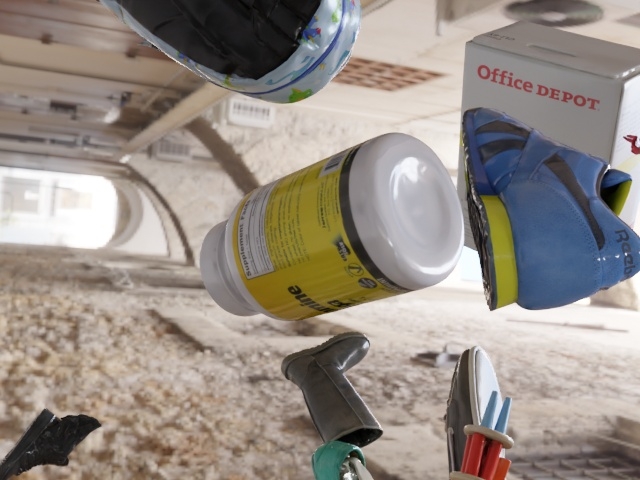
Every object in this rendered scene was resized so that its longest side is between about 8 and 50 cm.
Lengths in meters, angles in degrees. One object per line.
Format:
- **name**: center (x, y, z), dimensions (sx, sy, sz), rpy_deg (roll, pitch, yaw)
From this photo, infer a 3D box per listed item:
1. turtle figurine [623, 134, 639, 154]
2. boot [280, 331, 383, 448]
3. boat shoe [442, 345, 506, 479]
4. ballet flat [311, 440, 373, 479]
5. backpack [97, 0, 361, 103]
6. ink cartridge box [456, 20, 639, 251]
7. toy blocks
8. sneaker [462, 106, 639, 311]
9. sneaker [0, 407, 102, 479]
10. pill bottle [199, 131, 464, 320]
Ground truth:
- **turtle figurine**: center (0.490, -0.164, 1.027), dimensions (0.234, 0.118, 0.175), rpy_deg (-57, -179, 7)
- **boot**: center (0.047, 0.255, 1.351), dimensions (0.208, 0.189, 0.076), rpy_deg (41, -35, 51)
- **boat shoe**: center (0.208, 0.315, 1.116), dimensions (0.095, 0.112, 0.335), rpy_deg (-19, -121, 29)
- **ballet flat**: center (0.055, 0.407, 1.128), dimensions (0.087, 0.083, 0.247), rpy_deg (-27, -105, 41)
- **backpack**: center (-0.110, -0.338, 1.037), dimensions (0.355, 0.273, 0.290), rpy_deg (41, -84, 32)
- **ink cartridge box**: center (0.386, -0.142, 1.326), dimensions (0.279, 0.160, 0.385), rpy_deg (27, -47, 38)
- **toy blocks**: center (0.173, 0.242, 0.825), dimensions (0.054, 0.123, 0.148), rpy_deg (10, -115, 29)
- **sneaker**: center (0.123, -0.026, 0.447), dimensions (0.209, 0.082, 0.069), rpy_deg (-82, 161, -64)
- **sneaker**: center (-0.424, 0.327, 1.218), dimensions (0.170, 0.089, 0.051), rpy_deg (-56, -165, -22)
- **pill bottle**: center (0.000, 0.000, 1.017), dimensions (0.334, 0.187, 0.188), rpy_deg (-19, -114, 42)
